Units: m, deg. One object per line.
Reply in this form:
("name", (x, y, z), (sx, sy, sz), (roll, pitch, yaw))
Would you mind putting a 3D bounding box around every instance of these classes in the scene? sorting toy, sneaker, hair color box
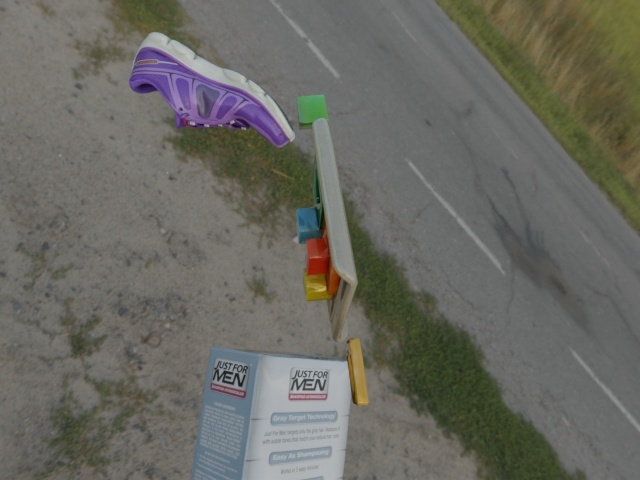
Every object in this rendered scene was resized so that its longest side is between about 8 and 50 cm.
("sorting toy", (0.000, 0.000, 0.536), (0.047, 0.196, 0.347), (-7, 62, -3))
("sneaker", (-0.104, -0.130, 0.484), (0.170, 0.071, 0.068), (28, 0, 2))
("hair color box", (-0.071, 0.342, 0.675), (0.185, 0.114, 0.374), (18, 75, -44))
